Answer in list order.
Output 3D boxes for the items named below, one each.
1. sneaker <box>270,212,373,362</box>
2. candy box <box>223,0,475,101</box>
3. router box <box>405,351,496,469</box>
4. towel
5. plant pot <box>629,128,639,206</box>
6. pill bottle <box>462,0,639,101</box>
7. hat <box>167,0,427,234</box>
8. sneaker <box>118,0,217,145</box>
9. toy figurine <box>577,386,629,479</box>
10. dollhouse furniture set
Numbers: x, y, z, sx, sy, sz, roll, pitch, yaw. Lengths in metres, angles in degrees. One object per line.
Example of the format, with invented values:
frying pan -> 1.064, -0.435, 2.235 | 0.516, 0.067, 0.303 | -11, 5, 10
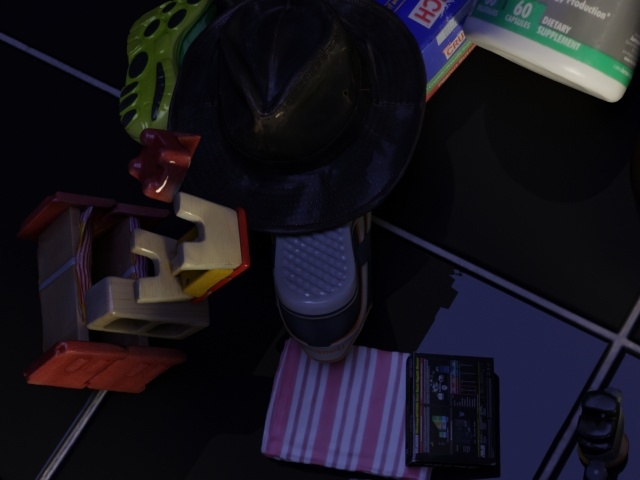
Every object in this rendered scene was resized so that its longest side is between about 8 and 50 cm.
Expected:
sneaker -> 0.000, 0.000, 1.358 | 0.126, 0.127, 0.321 | -1, 43, 8
candy box -> 0.064, -0.339, 1.479 | 0.317, 0.122, 0.268 | 37, 79, 26
router box -> 0.140, 0.185, 1.261 | 0.092, 0.038, 0.122 | 5, 69, -7
towel -> 0.040, 0.190, 1.310 | 0.197, 0.029, 0.144 | 7, 69, 14
plant pot -> 0.441, -0.126, 1.232 | 0.215, 0.230, 0.215 | -5, 66, 11
pill bottle -> 0.322, -0.357, 1.312 | 0.204, 0.204, 0.361 | 27, 99, 23
hat -> -0.035, -0.176, 1.291 | 0.331, 0.134, 0.331 | -3, 67, 7
sneaker -> -0.185, -0.209, 1.496 | 0.109, 0.123, 0.295 | -11, 46, 21
toy figurine -> 0.373, 0.212, 1.157 | 0.213, 0.148, 0.209 | -35, 58, 0
dollhouse furniture set -> -0.183, 0.014, 1.259 | 0.374, 0.152, 0.201 | -34, 56, 45
